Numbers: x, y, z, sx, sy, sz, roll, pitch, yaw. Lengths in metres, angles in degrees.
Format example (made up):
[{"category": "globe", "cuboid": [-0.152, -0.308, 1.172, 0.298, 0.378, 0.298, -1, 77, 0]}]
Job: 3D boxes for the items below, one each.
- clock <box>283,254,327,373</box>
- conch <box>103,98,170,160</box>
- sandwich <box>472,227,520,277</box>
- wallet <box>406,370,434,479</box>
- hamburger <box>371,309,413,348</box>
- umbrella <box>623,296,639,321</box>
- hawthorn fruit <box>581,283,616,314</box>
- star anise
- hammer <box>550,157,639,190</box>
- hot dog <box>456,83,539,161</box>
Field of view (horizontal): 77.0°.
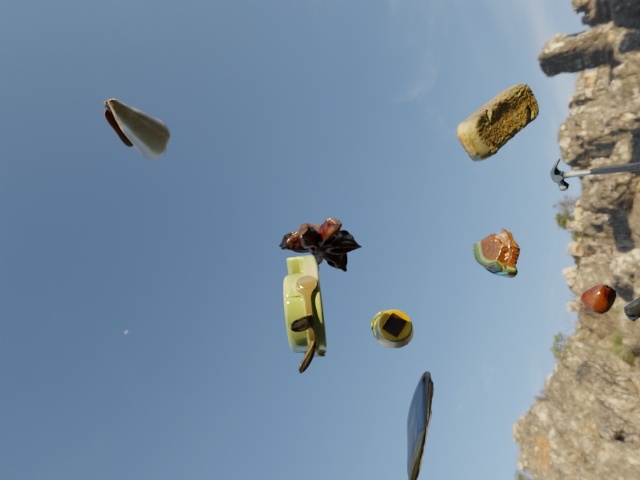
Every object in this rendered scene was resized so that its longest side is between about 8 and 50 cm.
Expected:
[{"category": "clock", "cuboid": [-0.028, 0.135, 0.745, 0.069, 0.232, 0.169, -6, -73, -1]}, {"category": "conch", "cuboid": [-0.405, -0.239, 0.883, 0.094, 0.104, 0.176, -56, -27, 9]}, {"category": "sandwich", "cuboid": [0.644, 0.051, 1.475, 0.079, 0.235, 0.159, 17, -55, -10]}, {"category": "wallet", "cuboid": [0.250, 0.454, 0.999, 0.245, 0.052, 0.168, -40, -38, -71]}, {"category": "hamburger", "cuboid": [0.235, 0.290, 1.326, 0.081, 0.141, 0.126, 84, -156, -54]}, {"category": "umbrella", "cuboid": [0.667, 0.114, 0.804, 0.133, 0.031, 0.036, -34, -31, 2]}, {"category": "hawthorn fruit", "cuboid": [0.826, 0.168, 1.186, 0.081, 0.081, 0.093, -19, -33, -41]}, {"category": "star anise", "cuboid": [-0.001, 0.002, 1.039, 0.196, 0.213, 0.110, 91, -162, -74]}, {"category": "hammer", "cuboid": [0.738, -0.189, 1.071, 0.103, 0.246, 0.029, 45, -109, -20]}, {"category": "hot dog", "cuboid": [0.342, -0.232, 0.795, 0.243, 0.073, 0.084, -39, -72, -29]}]
